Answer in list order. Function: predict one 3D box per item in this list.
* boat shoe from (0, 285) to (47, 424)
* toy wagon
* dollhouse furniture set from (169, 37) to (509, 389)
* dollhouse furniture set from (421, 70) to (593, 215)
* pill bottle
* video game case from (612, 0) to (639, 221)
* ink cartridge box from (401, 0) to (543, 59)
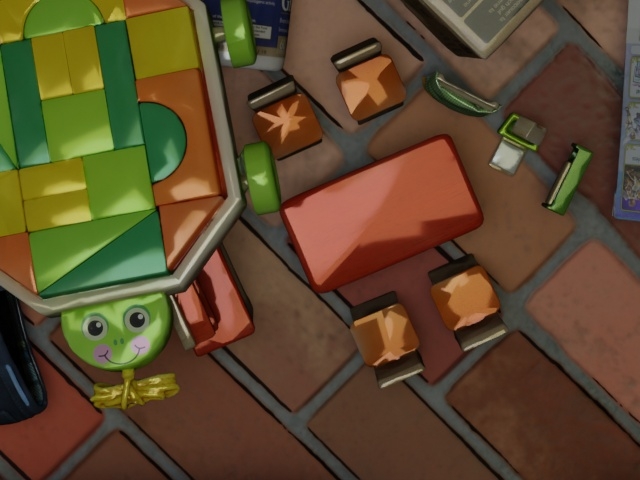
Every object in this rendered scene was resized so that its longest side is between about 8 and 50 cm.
[{"bbox_3d":[-0.270,0.023,1.597,0.089,0.109,0.258,-3,110,19],"label":"boat shoe"},{"bbox_3d":[-0.167,-0.044,1.486,0.267,0.068,0.344,-11,80,4],"label":"toy wagon"},{"bbox_3d":[0.000,0.000,1.573,0.259,0.135,0.262,-24,95,2],"label":"dollhouse furniture set"},{"bbox_3d":[0.142,-0.081,1.597,0.152,0.076,0.058,27,94,-4],"label":"dollhouse furniture set"},{"bbox_3d":[-0.066,-0.224,1.571,0.094,0.094,0.169,7,96,-1],"label":"pill bottle"},{"bbox_3d":[0.357,-0.126,1.518,0.061,0.269,0.244,-1,97,-44],"label":"video game case"},{"bbox_3d":[0.152,-0.235,1.502,0.088,0.234,0.193,45,95,-5],"label":"ink cartridge box"}]
